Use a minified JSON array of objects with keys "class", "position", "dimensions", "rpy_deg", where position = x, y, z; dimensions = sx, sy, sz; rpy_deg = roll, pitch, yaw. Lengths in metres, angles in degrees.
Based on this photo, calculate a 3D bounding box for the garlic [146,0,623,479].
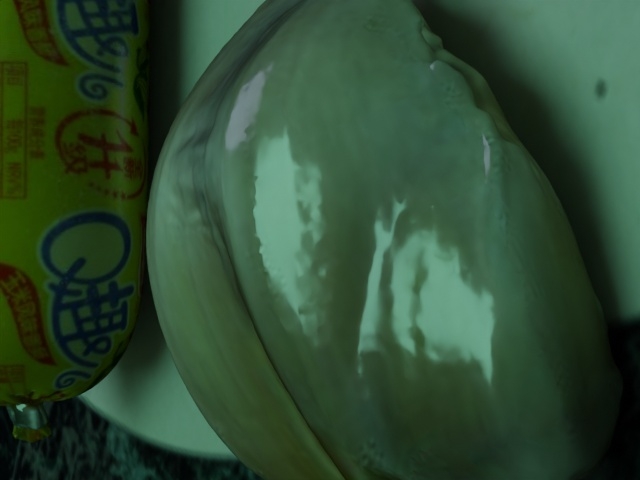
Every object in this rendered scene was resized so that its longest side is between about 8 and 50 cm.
[{"class":"garlic","position":[0.000,0.000,0.676],"dimensions":[0.217,0.110,0.228],"rpy_deg":[-29,69,55]}]

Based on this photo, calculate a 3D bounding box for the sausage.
[{"class":"sausage","position":[-0.145,-0.072,0.853],"dimensions":[0.123,0.123,0.347],"rpy_deg":[6,97,54]}]
